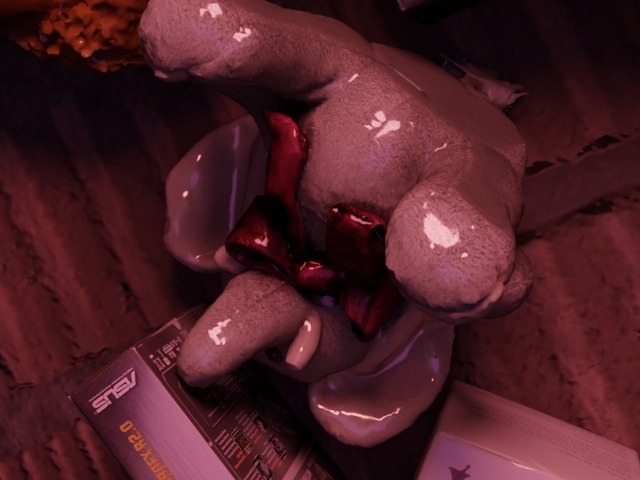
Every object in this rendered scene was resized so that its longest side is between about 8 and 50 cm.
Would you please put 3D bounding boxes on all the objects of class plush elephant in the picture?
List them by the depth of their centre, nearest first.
[{"bbox_3d":[0.000,0.000,1.005,0.272,0.330,0.255,40,113,13],"label":"plush elephant"}]

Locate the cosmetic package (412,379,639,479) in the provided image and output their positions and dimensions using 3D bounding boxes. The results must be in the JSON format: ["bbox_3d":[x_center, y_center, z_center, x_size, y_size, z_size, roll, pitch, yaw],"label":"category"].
[{"bbox_3d":[0.129,0.205,1.052,0.151,0.183,0.151,21,99,6],"label":"cosmetic package"}]

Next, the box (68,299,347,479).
[{"bbox_3d":[-0.067,0.141,1.050,0.056,0.231,0.183,-37,91,10],"label":"box"}]

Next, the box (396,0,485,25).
[{"bbox_3d":[0.141,-0.330,0.997,0.294,0.183,0.296,-21,92,11],"label":"box"}]

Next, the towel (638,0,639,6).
[{"bbox_3d":[0.350,-0.198,0.929,0.324,0.312,0.056,-23,58,10],"label":"towel"}]

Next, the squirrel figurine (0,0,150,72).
[{"bbox_3d":[-0.164,-0.312,0.963,0.397,0.281,0.370,29,117,-5],"label":"squirrel figurine"}]
